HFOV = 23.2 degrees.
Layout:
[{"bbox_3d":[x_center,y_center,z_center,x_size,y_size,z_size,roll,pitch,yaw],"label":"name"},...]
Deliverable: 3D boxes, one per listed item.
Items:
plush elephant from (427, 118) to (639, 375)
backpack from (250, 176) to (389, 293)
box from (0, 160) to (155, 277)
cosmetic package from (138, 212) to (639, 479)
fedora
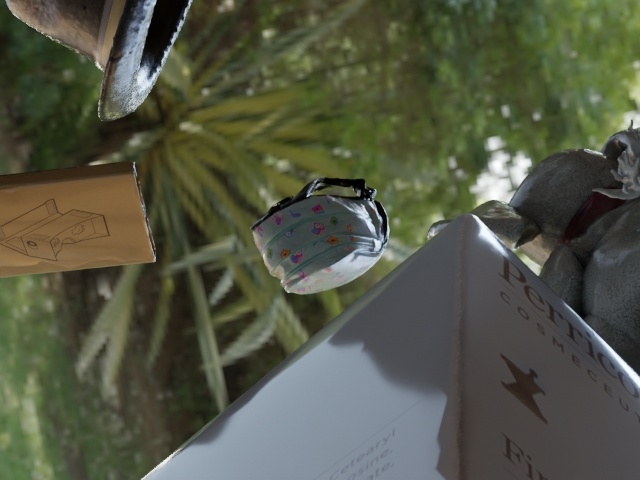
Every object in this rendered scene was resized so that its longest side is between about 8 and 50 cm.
[{"bbox_3d":[0.246,0.027,1.318,0.255,0.272,0.330,-134,-151,-66],"label":"plush elephant"},{"bbox_3d":[0.000,0.000,1.884,0.115,0.152,0.182,57,18,16],"label":"backpack"},{"bbox_3d":[-0.284,-0.018,1.651,0.164,0.201,0.021,84,-1,-55],"label":"box"},{"bbox_3d":[0.063,0.263,0.790,0.329,0.327,0.393,43,21,-14],"label":"cosmetic package"},{"bbox_3d":[-0.175,-0.276,1.315,0.334,0.153,0.334,-159,-90,-89],"label":"fedora"}]
